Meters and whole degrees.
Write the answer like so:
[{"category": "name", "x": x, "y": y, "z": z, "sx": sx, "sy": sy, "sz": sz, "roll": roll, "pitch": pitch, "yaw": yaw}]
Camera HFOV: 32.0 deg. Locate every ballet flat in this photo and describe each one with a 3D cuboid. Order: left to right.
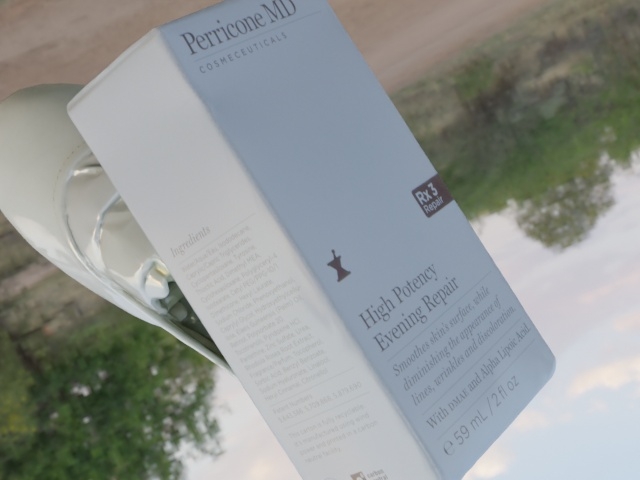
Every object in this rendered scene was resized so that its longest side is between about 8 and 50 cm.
[{"category": "ballet flat", "x": -0.053, "y": 0.029, "z": 0.739, "sx": 0.139, "sy": 0.400, "sz": 0.139, "roll": -50, "pitch": -172, "yaw": 9}]

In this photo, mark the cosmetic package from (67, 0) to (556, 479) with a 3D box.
[{"category": "cosmetic package", "x": 0.000, "y": 0.000, "z": 0.522, "sx": 0.085, "sy": 0.231, "sz": 0.117, "roll": -30, "pitch": -176, "yaw": 43}]
